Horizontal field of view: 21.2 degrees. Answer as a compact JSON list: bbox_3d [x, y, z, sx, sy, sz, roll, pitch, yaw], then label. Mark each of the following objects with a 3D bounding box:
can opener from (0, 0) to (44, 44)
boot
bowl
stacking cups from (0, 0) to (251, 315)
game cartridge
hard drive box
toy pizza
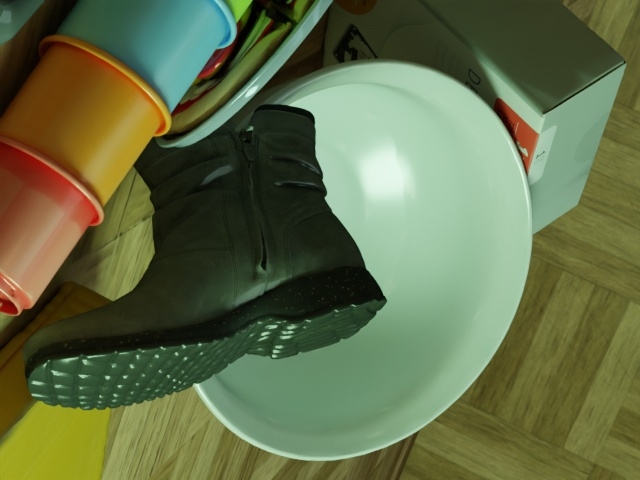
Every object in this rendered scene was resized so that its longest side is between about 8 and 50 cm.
[{"bbox_3d":[-0.077,-0.179,0.778,0.283,0.095,0.076,-62,169,-47],"label":"can opener"},{"bbox_3d":[-0.089,0.004,1.051,0.246,0.161,0.083,-13,157,-31],"label":"boot"},{"bbox_3d":[0.000,0.000,1.256,0.298,0.134,0.297,-10,112,-26],"label":"bowl"},{"bbox_3d":[-0.094,-0.102,0.896,0.316,0.096,0.096,-59,167,-16],"label":"stacking cups"},{"bbox_3d":[-0.229,0.211,1.059,0.323,0.053,0.285,-56,165,-47],"label":"game cartridge"},{"bbox_3d":[0.112,-0.136,1.333,0.089,0.232,0.181,-32,153,-24],"label":"hard drive box"},{"bbox_3d":[-0.040,-0.140,1.007,0.201,0.032,0.201,-45,-161,20],"label":"toy pizza"}]
